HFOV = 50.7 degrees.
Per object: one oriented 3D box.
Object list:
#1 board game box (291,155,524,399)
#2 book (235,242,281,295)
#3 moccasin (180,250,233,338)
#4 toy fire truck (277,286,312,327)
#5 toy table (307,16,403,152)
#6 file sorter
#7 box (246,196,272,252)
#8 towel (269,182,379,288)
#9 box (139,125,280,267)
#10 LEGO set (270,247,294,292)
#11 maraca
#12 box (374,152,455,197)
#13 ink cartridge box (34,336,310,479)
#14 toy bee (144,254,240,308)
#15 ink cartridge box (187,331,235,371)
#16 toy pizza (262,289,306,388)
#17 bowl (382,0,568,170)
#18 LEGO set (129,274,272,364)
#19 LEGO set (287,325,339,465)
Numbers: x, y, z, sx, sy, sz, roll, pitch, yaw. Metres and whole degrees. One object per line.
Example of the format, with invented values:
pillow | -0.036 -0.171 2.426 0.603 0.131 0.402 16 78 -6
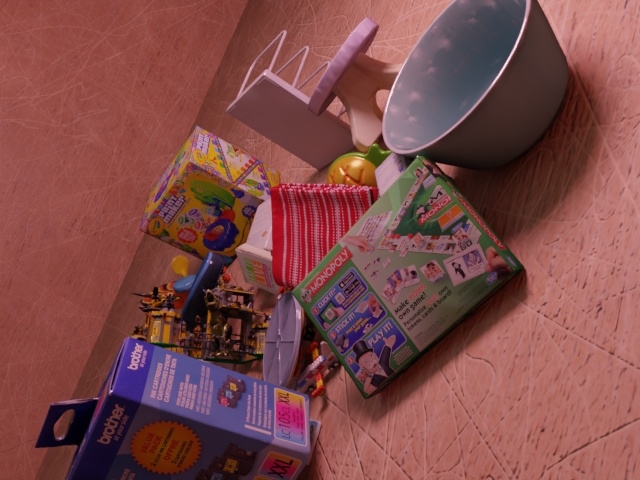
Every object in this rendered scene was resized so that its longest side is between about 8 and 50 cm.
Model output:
board game box | 0.115 0.061 1.011 0.317 0.046 0.213 -47 66 29
book | -0.125 0.069 1.528 0.144 0.096 0.035 16 36 42
moccasin | -0.281 0.174 1.692 0.137 0.117 0.342 -78 10 -55
toy fire truck | -0.033 0.097 1.419 0.135 0.047 0.192 -51 27 20
toy table | 0.097 -0.311 1.380 0.252 0.161 0.274 -53 0 -14
file sorter | -0.042 -0.335 1.614 0.193 0.278 0.173 -27 39 52
box | -0.106 -0.016 1.629 0.130 0.091 0.170 -27 41 52
towel | 0.000 0.000 1.183 0.275 0.031 0.198 7 100 50
box | -0.309 -0.114 1.911 0.290 0.279 0.177 -47 28 32
LEGO set | 0.002 0.091 1.305 0.227 0.093 0.087 43 142 39
maraca | 0.087 -0.119 1.332 0.186 0.127 0.099 -25 15 44
box | 0.164 -0.070 1.105 0.072 0.126 0.137 -46 29 29
ink cartridge box | -0.249 0.337 1.118 0.151 0.396 0.270 -95 30 -63
toy bee | -0.324 0.140 1.864 0.162 0.299 0.195 -50 -34 -56
ink cartridge box | -0.372 0.341 1.633 0.289 0.211 0.121 -42 32 38
toy pizza | -0.065 0.195 1.289 0.201 0.032 0.201 -167 90 -72
bowl | 0.255 -0.233 1.049 0.311 0.163 0.311 -44 30 34
LEGO set | -0.241 0.152 1.457 0.255 0.332 0.192 137 138 -66
LEGO set | -0.045 0.272 1.246 0.182 0.060 0.244 -9 58 58
